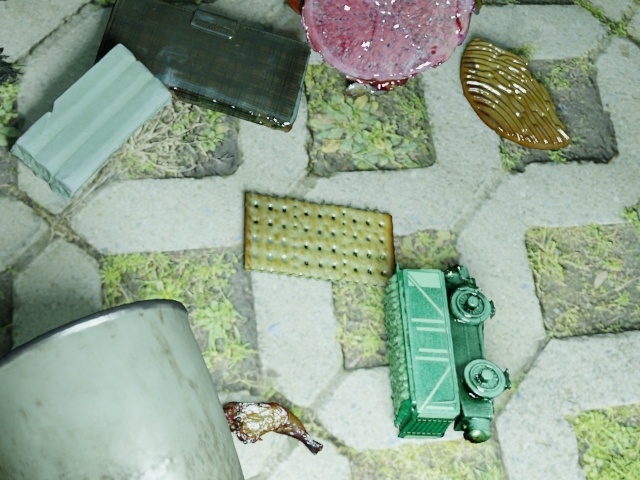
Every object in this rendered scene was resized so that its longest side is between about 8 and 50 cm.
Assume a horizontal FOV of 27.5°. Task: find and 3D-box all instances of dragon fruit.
[{"bbox_3d":[0.107,-0.428,2.083,0.296,0.314,0.263,46,18,-27],"label":"dragon fruit"}]

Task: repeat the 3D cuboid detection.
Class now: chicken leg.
[{"bbox_3d":[-0.064,0.247,1.747,0.145,0.037,0.062,10,80,-11],"label":"chicken leg"}]

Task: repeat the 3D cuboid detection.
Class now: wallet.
[{"bbox_3d":[-0.179,-0.278,2.020,0.317,0.044,0.169,16,60,-6],"label":"wallet"}]

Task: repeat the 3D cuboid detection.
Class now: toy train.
[{"bbox_3d":[0.172,0.160,1.833,0.154,0.115,0.269,0,60,-8],"label":"toy train"}]

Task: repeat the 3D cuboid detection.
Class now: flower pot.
[{"bbox_3d":[-0.224,0.273,1.536,0.294,0.293,0.330,-21,73,-27],"label":"flower pot"}]

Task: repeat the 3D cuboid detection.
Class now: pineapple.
[{"bbox_3d":[-0.491,-0.279,1.924,0.058,0.058,0.124,-39,91,-32],"label":"pineapple"}]

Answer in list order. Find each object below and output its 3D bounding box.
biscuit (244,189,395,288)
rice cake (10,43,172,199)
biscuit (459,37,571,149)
[{"bbox_3d":[0.000,0.000,1.926,0.231,0.016,0.139,7,59,-14],"label":"biscuit"},{"bbox_3d":[-0.330,-0.176,1.894,0.127,0.043,0.237,41,65,4],"label":"rice cake"},{"bbox_3d":[0.326,-0.240,2.168,0.229,0.031,0.176,31,57,3],"label":"biscuit"}]
